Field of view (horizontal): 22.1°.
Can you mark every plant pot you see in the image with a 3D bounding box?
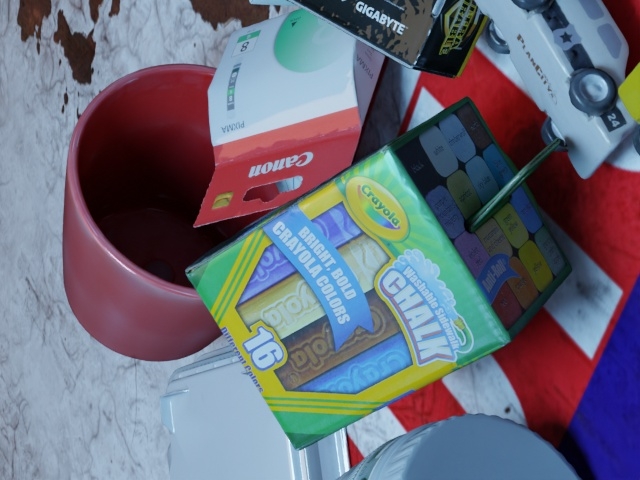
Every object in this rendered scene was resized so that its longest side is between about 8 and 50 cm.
[{"bbox_3d":[-0.153,-0.008,1.721,0.243,0.275,0.275,122,136,-56],"label":"plant pot"}]

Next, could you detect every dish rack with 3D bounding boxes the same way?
[{"bbox_3d":[-0.083,0.248,1.775,0.333,0.072,0.285,-22,74,57],"label":"dish rack"}]

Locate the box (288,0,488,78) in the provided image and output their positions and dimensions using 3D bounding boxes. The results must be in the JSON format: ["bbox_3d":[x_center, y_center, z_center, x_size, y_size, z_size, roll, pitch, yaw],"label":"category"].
[{"bbox_3d":[0.037,-0.321,1.417,0.322,0.079,0.257,33,106,33],"label":"box"}]

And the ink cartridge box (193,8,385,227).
[{"bbox_3d":[-0.035,-0.127,1.538,0.181,0.056,0.224,-13,43,36],"label":"ink cartridge box"}]

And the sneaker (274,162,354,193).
[{"bbox_3d":[0.000,0.000,1.556,0.129,0.111,0.297,-46,48,18],"label":"sneaker"}]

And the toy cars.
[{"bbox_3d":[0.246,-0.103,1.209,0.393,0.087,0.176,47,159,50],"label":"toy cars"}]

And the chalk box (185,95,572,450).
[{"bbox_3d":[0.075,0.012,1.321,0.289,0.180,0.179,-29,93,32],"label":"chalk box"}]

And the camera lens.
[{"bbox_3d":[0.080,0.286,1.371,0.274,0.219,0.219,-45,54,49],"label":"camera lens"}]

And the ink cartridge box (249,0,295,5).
[{"bbox_3d":[-0.017,-0.277,1.588,0.052,0.122,0.088,-43,56,50],"label":"ink cartridge box"}]
